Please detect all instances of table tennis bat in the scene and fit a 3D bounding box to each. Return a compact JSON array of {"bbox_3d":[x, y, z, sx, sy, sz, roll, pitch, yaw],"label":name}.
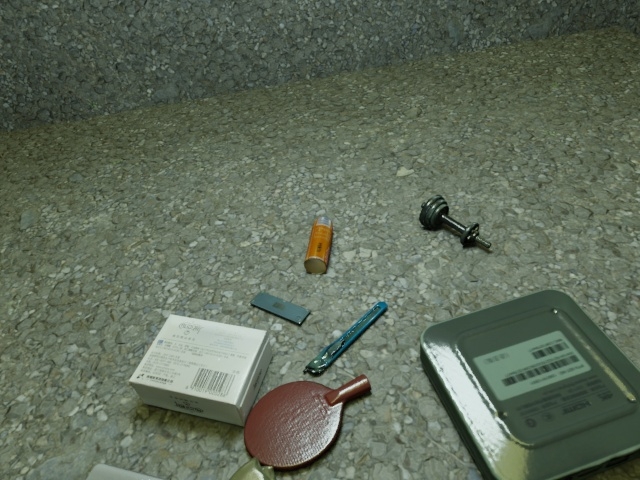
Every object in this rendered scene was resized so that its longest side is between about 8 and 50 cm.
[{"bbox_3d":[-0.026,0.391,1.074,0.310,0.038,0.200,-24,43,-15],"label":"table tennis bat"}]

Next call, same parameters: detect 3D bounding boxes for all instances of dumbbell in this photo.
[{"bbox_3d":[0.408,-0.048,1.452,0.110,0.110,0.254,-33,53,-25],"label":"dumbbell"}]

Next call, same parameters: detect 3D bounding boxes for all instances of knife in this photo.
[{"bbox_3d":[0.071,0.247,1.229,0.296,0.026,0.044,-38,37,-28],"label":"knife"}]

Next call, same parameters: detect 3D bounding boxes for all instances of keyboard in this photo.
[{"bbox_3d":[-0.115,0.189,1.341,0.176,0.014,0.055,17,47,28],"label":"keyboard"}]

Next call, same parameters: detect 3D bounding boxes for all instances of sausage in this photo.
[{"bbox_3d":[0.000,0.000,1.493,0.071,0.071,0.234,0,42,11],"label":"sausage"}]

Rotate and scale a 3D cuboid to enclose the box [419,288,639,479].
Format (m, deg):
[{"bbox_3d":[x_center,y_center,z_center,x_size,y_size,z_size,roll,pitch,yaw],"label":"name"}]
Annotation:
[{"bbox_3d":[0.461,0.304,1.021,0.396,0.111,0.396,-17,43,-9],"label":"box"}]

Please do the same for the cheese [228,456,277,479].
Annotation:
[{"bbox_3d":[-0.114,0.519,0.905,0.175,0.091,0.202,-21,42,-15],"label":"cheese"}]

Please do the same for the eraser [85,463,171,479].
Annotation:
[{"bbox_3d":[-0.337,0.535,0.888,0.270,0.095,0.174,1,64,23],"label":"eraser"}]

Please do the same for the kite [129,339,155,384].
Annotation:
[{"bbox_3d":[-0.424,0.330,1.243,0.159,0.010,0.190,-30,45,-22],"label":"kite"}]

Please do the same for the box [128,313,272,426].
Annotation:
[{"bbox_3d":[-0.280,0.308,1.155,0.274,0.116,0.203,6,44,14],"label":"box"}]
